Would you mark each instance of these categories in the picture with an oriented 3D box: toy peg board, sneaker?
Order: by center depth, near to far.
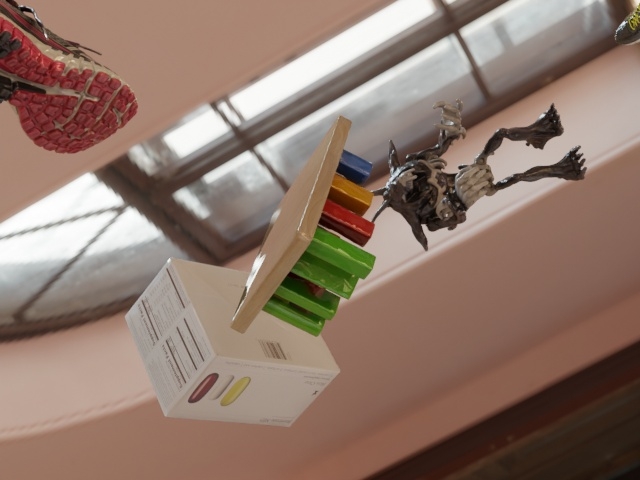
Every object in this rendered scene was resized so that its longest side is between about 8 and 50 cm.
[{"bbox_3d":[0.000,0.000,1.088,0.079,0.161,0.161,27,-133,-9],"label":"toy peg board"},{"bbox_3d":[0.331,-0.234,1.195,0.035,0.083,0.031,7,-131,-48],"label":"sneaker"},{"bbox_3d":[-0.306,-0.191,1.237,0.299,0.121,0.112,35,-158,-55],"label":"sneaker"}]

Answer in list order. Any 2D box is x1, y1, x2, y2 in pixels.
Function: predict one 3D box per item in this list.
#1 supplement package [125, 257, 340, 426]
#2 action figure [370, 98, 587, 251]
[{"bbox_3d":[-0.139,0.165,1.839,0.261,0.145,0.204,13,-142,-43],"label":"supplement package"},{"bbox_3d":[0.178,-0.094,1.456,0.141,0.275,0.164,75,178,-62],"label":"action figure"}]
